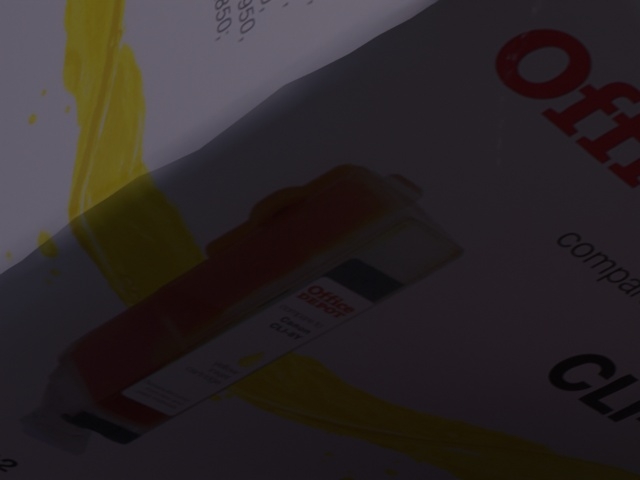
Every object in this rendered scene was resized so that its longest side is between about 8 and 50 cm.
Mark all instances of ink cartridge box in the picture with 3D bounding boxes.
[{"bbox_3d":[0.000,0.000,0.638,0.385,0.279,0.160,-31,46,30],"label":"ink cartridge box"}]
